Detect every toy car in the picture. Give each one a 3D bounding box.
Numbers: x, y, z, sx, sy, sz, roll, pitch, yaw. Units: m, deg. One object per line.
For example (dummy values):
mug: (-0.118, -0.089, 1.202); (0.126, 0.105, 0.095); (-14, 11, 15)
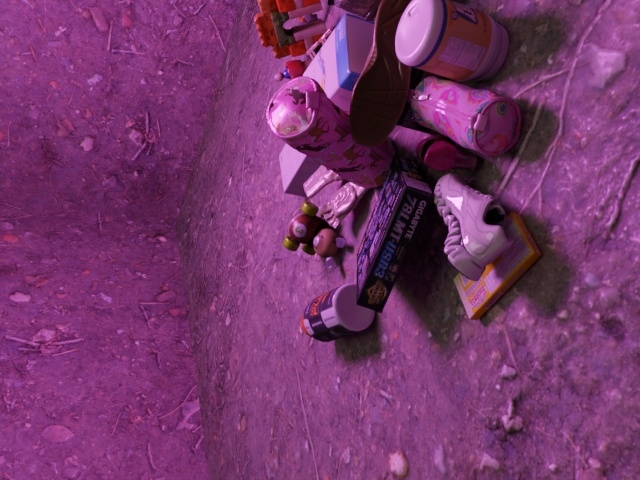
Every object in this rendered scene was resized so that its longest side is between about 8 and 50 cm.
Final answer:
toy car: (0.000, 0.000, 1.752); (0.188, 0.149, 0.155); (48, 116, 45)

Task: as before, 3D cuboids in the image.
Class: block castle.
block castle: (-0.123, -0.764, 1.918); (0.453, 0.212, 0.303); (73, 178, -47)

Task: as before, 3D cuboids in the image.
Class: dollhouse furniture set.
dollhouse furniture set: (0.082, -0.579, 1.784); (0.129, 0.183, 0.129); (-30, 96, 48)

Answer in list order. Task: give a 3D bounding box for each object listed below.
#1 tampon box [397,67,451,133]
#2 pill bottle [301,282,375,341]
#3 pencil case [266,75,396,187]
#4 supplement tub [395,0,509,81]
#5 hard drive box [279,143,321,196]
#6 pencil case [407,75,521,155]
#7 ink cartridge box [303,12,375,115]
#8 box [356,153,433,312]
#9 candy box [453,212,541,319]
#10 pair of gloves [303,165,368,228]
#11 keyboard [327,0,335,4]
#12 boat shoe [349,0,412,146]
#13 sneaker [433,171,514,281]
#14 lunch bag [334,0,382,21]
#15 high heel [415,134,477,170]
tampon box: (0.227, -0.362, 1.410); (0.161, 0.101, 0.120); (-68, 29, 25)
pill bottle: (0.035, 0.206, 1.603); (0.245, 0.130, 0.130); (-34, 52, 57)
pencil case: (0.038, -0.256, 1.449); (0.167, 0.386, 0.160); (-43, 54, 20)
supplement tub: (0.272, -0.414, 1.213); (0.144, 0.199, 0.144); (-29, 57, 59)
hard drive box: (-0.053, -0.294, 1.997); (0.232, 0.089, 0.181); (-53, 37, 45)
pencil case: (0.292, -0.267, 1.223); (0.284, 0.124, 0.124); (50, 127, 57)
ink cartridge box: (0.094, -0.432, 1.601); (0.270, 0.198, 0.197); (-39, 48, 55)
box: (0.160, -0.027, 1.365); (0.293, 0.073, 0.296); (-79, 8, -69)
candy box: (0.336, 0.053, 1.133); (0.206, 0.027, 0.105); (-59, 33, 40)
pair of gloves: (0.057, -0.168, 1.719); (0.204, 0.042, 0.240); (-47, 42, 14)
keyboard: (0.061, -0.881, 1.776); (0.033, 0.201, 0.317); (-128, 43, -75)
boat shoe: (0.155, -0.380, 1.339); (0.110, 0.121, 0.341); (-31, -42, -76)
sneaker: (0.300, -0.051, 1.140); (0.118, 0.110, 0.292); (-44, 27, 29)
lunch bag: (0.204, -0.661, 1.377); (0.305, 0.256, 0.213); (128, 152, -48)
high heel: (0.238, -0.196, 1.302); (0.244, 0.117, 0.082); (-125, 46, -64)
